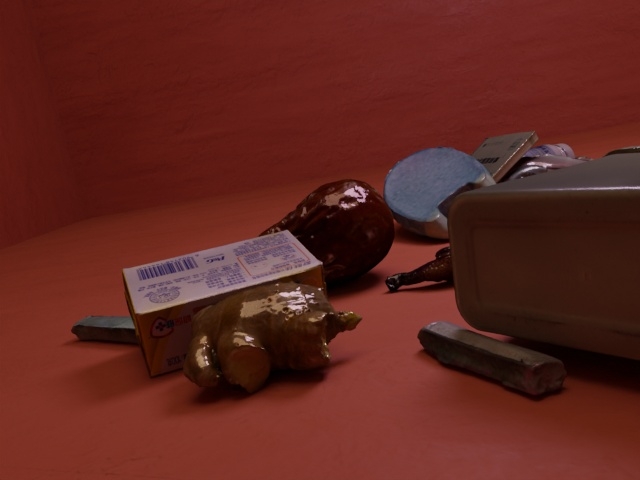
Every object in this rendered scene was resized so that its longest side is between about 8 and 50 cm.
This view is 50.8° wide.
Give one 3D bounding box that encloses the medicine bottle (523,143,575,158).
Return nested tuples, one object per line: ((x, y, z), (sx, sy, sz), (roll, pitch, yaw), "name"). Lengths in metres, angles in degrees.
((0.579, -0.199, 1.801), (0.187, 0.102, 0.103), (-15, 11, -21), "medicine bottle")

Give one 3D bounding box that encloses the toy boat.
((0.261, -0.092, 1.479), (0.215, 0.123, 0.330), (-41, 27, -4), "toy boat")

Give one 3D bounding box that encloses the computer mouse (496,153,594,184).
((0.538, -0.147, 1.550), (0.389, 0.114, 0.199), (-11, 13, 3), "computer mouse")

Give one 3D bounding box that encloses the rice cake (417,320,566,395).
((0.170, 0.118, 0.708), (0.047, 0.036, 0.207), (-1, 4, -25), "rice cake")

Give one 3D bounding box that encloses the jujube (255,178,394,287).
((0.000, 0.000, 1.156), (0.255, 0.190, 0.190), (-22, 12, -11), "jujube")

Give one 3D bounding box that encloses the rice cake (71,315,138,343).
((-0.324, 0.144, 1.084), (0.211, 0.034, 0.043), (-2, 22, 37), "rice cake")

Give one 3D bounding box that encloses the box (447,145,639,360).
((0.374, -0.002, 0.703), (0.344, 0.177, 0.352), (-15, 11, -34), "box")

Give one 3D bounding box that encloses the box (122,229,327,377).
((-0.137, 0.081, 0.965), (0.265, 0.097, 0.168), (-15, 24, -18), "box")

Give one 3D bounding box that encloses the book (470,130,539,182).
((0.355, -0.144, 1.572), (0.282, 0.025, 0.215), (-47, 16, -10), "book")

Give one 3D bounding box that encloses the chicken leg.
((0.206, 0.040, 1.055), (0.205, 0.053, 0.093), (-6, -14, -12), "chicken leg")

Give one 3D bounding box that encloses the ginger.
((-0.056, 0.107, 0.813), (0.216, 0.102, 0.157), (-11, 17, -2), "ginger")
